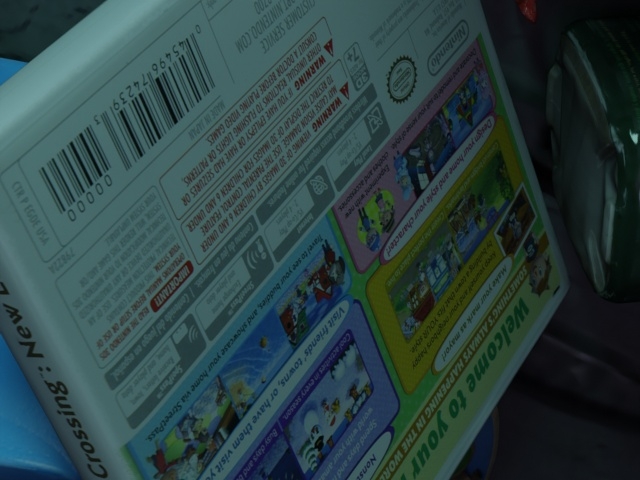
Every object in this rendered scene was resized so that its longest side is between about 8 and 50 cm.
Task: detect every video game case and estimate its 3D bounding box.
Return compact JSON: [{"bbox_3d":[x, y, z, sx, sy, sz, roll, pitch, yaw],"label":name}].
[{"bbox_3d":[0.000,0.000,0.431,0.023,0.212,0.193,1,126,36],"label":"video game case"}]

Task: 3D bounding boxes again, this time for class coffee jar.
[{"bbox_3d":[0.172,-0.033,0.485,0.184,0.096,0.079,-5,126,-2],"label":"coffee jar"}]

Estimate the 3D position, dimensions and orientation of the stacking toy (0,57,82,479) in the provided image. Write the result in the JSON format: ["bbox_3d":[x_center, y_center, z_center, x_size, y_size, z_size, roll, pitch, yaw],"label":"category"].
[{"bbox_3d":[-0.142,0.096,0.521,0.175,0.166,0.302,7,133,-6],"label":"stacking toy"}]

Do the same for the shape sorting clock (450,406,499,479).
[{"bbox_3d":[-0.012,0.126,0.539,0.206,0.040,0.206,-33,149,-23],"label":"shape sorting clock"}]

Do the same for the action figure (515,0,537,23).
[{"bbox_3d":[0.103,-0.116,0.467,0.115,0.030,0.038,-40,113,16],"label":"action figure"}]
